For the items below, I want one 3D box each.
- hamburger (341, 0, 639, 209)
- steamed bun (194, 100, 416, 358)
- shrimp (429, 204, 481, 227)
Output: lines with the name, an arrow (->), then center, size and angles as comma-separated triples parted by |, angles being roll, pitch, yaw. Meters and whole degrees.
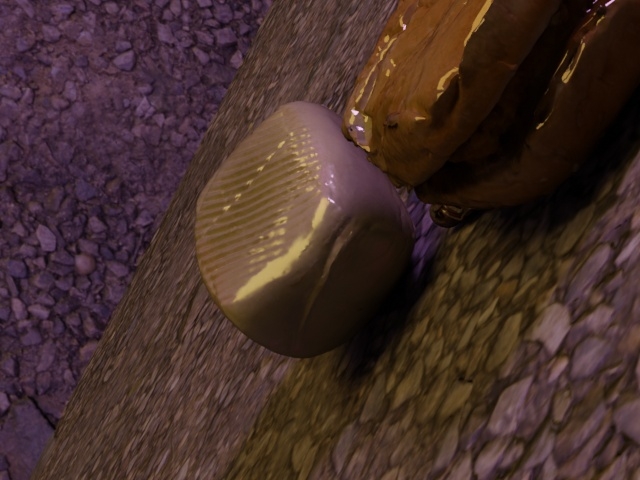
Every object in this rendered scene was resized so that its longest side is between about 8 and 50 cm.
hamburger -> 0.133, -0.139, 1.099 | 0.259, 0.145, 0.283 | -61, 17, 4
steamed bun -> 0.000, 0.000, 1.312 | 0.170, 0.153, 0.238 | -48, 30, 16
shrimp -> 0.114, -0.036, 1.201 | 0.038, 0.029, 0.092 | -56, 15, -26
